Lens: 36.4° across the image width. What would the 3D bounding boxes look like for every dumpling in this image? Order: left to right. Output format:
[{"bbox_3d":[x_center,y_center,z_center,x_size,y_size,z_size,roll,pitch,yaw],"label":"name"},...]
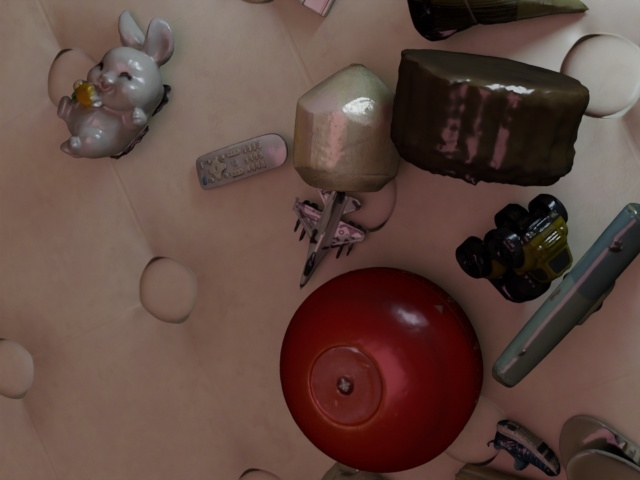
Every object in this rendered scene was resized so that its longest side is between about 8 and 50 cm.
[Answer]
[{"bbox_3d":[0.066,0.498,1.960,0.169,0.100,0.134,-29,49,45],"label":"dumpling"}]

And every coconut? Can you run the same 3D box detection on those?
[{"bbox_3d":[0.055,-0.206,1.791,0.224,0.224,0.234,7,94,22],"label":"coconut"}]

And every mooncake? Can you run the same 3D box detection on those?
[{"bbox_3d":[0.275,-0.206,1.640,0.324,0.324,0.187,15,109,20],"label":"mooncake"}]

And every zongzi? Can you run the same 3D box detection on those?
[{"bbox_3d":[0.292,-0.500,1.643,0.318,0.154,0.289,-2,137,12],"label":"zongzi"}]

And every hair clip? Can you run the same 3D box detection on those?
[{"bbox_3d":[0.531,0.451,1.745,0.172,0.113,0.282,-41,87,23],"label":"hair clip"}]

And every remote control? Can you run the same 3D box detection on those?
[{"bbox_3d":[-0.157,-0.161,1.978,0.229,0.044,0.073,-15,88,32],"label":"remote control"}]

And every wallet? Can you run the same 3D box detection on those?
[{"bbox_3d":[0.436,0.091,1.646,0.083,0.252,0.360,43,108,16],"label":"wallet"}]

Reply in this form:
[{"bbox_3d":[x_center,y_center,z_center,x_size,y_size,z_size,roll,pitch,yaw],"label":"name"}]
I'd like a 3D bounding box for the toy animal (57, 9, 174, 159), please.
[{"bbox_3d":[-0.418,-0.310,2.012,0.208,0.154,0.325,22,85,40],"label":"toy animal"}]

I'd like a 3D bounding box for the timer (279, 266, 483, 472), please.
[{"bbox_3d":[0.107,0.237,1.796,0.378,0.279,0.378,4,99,25],"label":"timer"}]

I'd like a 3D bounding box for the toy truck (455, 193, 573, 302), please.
[{"bbox_3d":[0.358,0.028,1.697,0.147,0.224,0.165,-38,94,-21],"label":"toy truck"}]

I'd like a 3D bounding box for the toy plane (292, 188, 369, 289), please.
[{"bbox_3d":[0.007,-0.011,1.917,0.160,0.082,0.234,25,122,7],"label":"toy plane"}]

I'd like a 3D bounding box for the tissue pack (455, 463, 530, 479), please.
[{"bbox_3d":[0.352,0.538,1.836,0.222,0.090,0.186,9,99,20],"label":"tissue pack"}]

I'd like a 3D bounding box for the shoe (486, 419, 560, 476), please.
[{"bbox_3d":[0.382,0.397,1.817,0.143,0.064,0.071,33,108,18],"label":"shoe"}]

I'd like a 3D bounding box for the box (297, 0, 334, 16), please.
[{"bbox_3d":[-0.045,-0.528,1.882,0.198,0.029,0.109,35,110,16],"label":"box"}]
